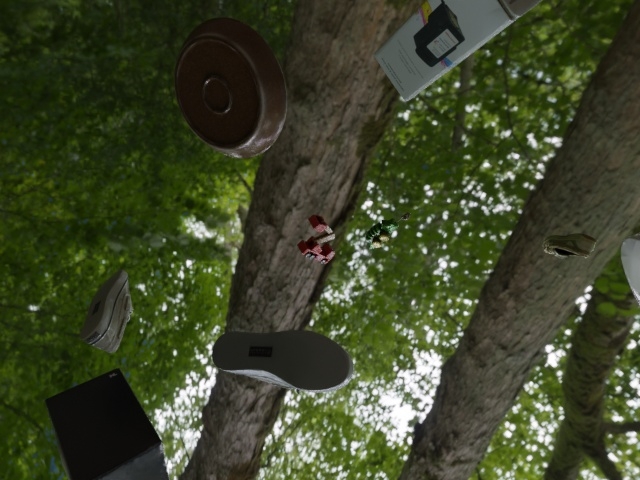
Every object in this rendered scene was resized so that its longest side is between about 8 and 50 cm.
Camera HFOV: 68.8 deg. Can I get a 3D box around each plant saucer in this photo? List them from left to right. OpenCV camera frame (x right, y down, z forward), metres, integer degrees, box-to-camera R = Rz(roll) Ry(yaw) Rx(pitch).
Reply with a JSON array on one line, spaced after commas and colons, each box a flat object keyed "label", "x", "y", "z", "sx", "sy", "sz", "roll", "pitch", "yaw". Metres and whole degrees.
[{"label": "plant saucer", "x": -0.119, "y": -0.179, "z": 0.570, "sx": 0.168, "sy": 0.168, "sz": 0.029, "roll": 27, "pitch": -145, "yaw": 15}]

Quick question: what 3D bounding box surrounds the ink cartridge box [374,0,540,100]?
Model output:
[{"label": "ink cartridge box", "x": 0.160, "y": -0.245, "z": 0.510, "sx": 0.127, "sy": 0.175, "sz": 0.072, "roll": -40, "pitch": -83, "yaw": -24}]

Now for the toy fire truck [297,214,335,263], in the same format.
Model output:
[{"label": "toy fire truck", "x": 0.000, "y": 0.000, "z": 1.513, "sx": 0.192, "sy": 0.135, "sz": 0.047, "roll": 26, "pitch": -154, "yaw": -50}]

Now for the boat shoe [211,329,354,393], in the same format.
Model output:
[{"label": "boat shoe", "x": -0.073, "y": 0.298, "z": 1.116, "sx": 0.367, "sy": 0.156, "sz": 0.135, "roll": -4, "pitch": -117, "yaw": 27}]

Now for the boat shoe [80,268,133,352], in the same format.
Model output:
[{"label": "boat shoe", "x": -0.516, "y": 0.173, "z": 1.172, "sx": 0.096, "sy": 0.088, "sz": 0.267, "roll": -37, "pitch": -150, "yaw": 7}]

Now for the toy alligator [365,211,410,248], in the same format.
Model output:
[{"label": "toy alligator", "x": 0.179, "y": -0.035, "z": 1.328, "sx": 0.051, "sy": 0.189, "sz": 0.056, "roll": 27, "pitch": -132, "yaw": -15}]

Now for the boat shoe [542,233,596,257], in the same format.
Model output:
[{"label": "boat shoe", "x": 0.541, "y": 0.019, "z": 1.032, "sx": 0.056, "sy": 0.153, "sz": 0.048, "roll": 24, "pitch": -98, "yaw": -8}]

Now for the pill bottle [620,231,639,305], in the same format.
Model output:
[{"label": "pill bottle", "x": 0.641, "y": -0.003, "z": 0.596, "sx": 0.408, "sy": 0.229, "sz": 0.229, "roll": -23, "pitch": -140, "yaw": 12}]

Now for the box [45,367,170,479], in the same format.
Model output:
[{"label": "box", "x": -0.476, "y": 0.513, "z": 1.072, "sx": 0.183, "sy": 0.293, "sz": 0.296, "roll": -19, "pitch": -149, "yaw": -33}]
